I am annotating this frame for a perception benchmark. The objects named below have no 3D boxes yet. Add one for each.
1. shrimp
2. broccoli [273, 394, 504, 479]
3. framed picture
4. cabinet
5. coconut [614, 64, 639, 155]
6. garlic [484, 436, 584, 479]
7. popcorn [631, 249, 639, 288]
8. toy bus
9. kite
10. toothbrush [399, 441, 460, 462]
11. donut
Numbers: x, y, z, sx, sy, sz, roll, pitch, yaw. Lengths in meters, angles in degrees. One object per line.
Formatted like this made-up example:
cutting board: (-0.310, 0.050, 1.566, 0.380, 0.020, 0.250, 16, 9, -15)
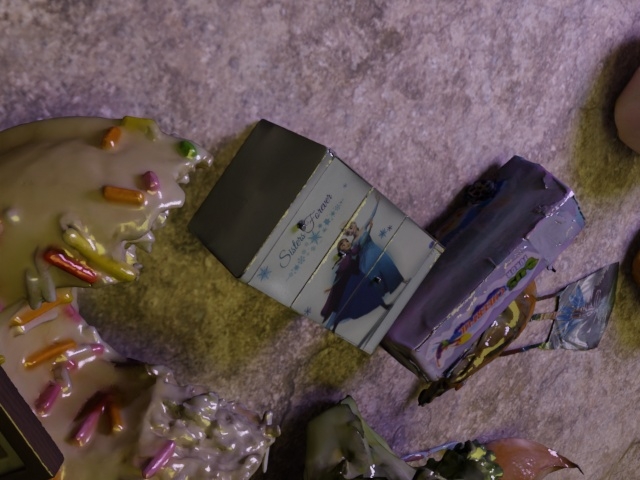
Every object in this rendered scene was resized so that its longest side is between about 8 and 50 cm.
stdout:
shrimp: (0.217, 0.128, 0.903, 0.254, 0.059, 0.145, -40, 116, -6)
broccoli: (0.065, 0.362, 0.786, 0.324, 0.272, 0.334, -59, 157, 4)
framed picture: (-0.294, 0.144, 0.457, 0.168, 0.023, 0.128, -20, 110, 10)
cabinet: (0.000, 0.000, 0.668, 0.206, 0.150, 0.145, 35, 89, -37)
coconut: (0.553, -0.194, 0.889, 0.259, 0.259, 0.260, -12, 115, -27)
garlic: (0.311, 0.392, 1.046, 0.206, 0.128, 0.115, -24, 77, -25)
popcorn: (0.665, 0.046, 1.076, 0.250, 0.190, 0.250, -9, 119, -16)
toy bus: (0.199, 0.032, 0.810, 0.317, 0.138, 0.112, -44, 127, -6)
kite: (0.401, 0.140, 1.052, 0.309, 0.015, 0.170, -11, 115, -28)
toothbrush: (0.147, 0.343, 0.980, 0.193, 0.019, 0.013, -3, 112, -28)
donut: (-0.211, 0.091, 0.526, 0.307, 0.150, 0.372, -8, 112, 5)
